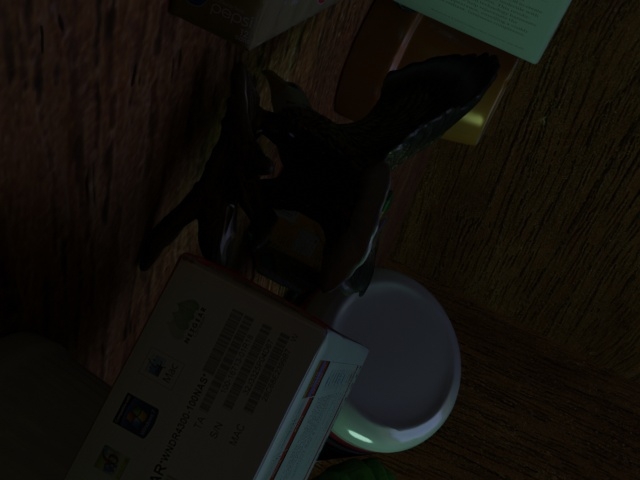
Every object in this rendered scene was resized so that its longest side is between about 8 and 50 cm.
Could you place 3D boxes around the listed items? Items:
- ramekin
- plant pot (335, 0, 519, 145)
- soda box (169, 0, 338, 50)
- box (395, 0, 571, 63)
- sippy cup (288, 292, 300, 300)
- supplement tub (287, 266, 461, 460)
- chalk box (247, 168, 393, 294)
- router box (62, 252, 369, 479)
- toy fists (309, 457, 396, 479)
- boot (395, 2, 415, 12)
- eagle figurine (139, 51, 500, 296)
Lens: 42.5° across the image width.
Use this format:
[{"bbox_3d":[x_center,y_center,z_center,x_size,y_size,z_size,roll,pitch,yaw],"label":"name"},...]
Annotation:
[{"bbox_3d":[-0.188,0.171,0.507,0.207,0.109,0.207,-60,171,-16],"label":"ramekin"},{"bbox_3d":[0.149,-0.221,1.087,0.205,0.188,0.205,-61,172,-15],"label":"plant pot"},{"bbox_3d":[-0.027,-0.186,0.554,0.181,0.058,0.061,-52,166,-57],"label":"soda box"},{"bbox_3d":[0.178,-0.351,0.761,0.168,0.215,0.345,-61,172,-13],"label":"box"},{"bbox_3d":[0.003,0.194,1.464,0.224,0.240,0.305,-49,129,-19],"label":"sippy cup"},{"bbox_3d":[0.011,0.150,0.934,0.272,0.191,0.191,-31,-156,57],"label":"supplement tub"},{"bbox_3d":[0.000,0.000,1.055,0.132,0.132,0.213,-61,171,-15],"label":"chalk box"},{"bbox_3d":[-0.086,0.193,0.503,0.335,0.082,0.301,-63,170,-6],"label":"router box"},{"bbox_3d":[-0.027,0.291,0.803,0.279,0.096,0.142,-3,143,-48],"label":"toy fists"},{"bbox_3d":[0.120,-0.321,0.982,0.121,0.099,0.045,-39,124,-6],"label":"boot"},{"bbox_3d":[0.024,-0.066,0.700,0.298,0.226,0.225,0,82,-46],"label":"eagle figurine"}]
